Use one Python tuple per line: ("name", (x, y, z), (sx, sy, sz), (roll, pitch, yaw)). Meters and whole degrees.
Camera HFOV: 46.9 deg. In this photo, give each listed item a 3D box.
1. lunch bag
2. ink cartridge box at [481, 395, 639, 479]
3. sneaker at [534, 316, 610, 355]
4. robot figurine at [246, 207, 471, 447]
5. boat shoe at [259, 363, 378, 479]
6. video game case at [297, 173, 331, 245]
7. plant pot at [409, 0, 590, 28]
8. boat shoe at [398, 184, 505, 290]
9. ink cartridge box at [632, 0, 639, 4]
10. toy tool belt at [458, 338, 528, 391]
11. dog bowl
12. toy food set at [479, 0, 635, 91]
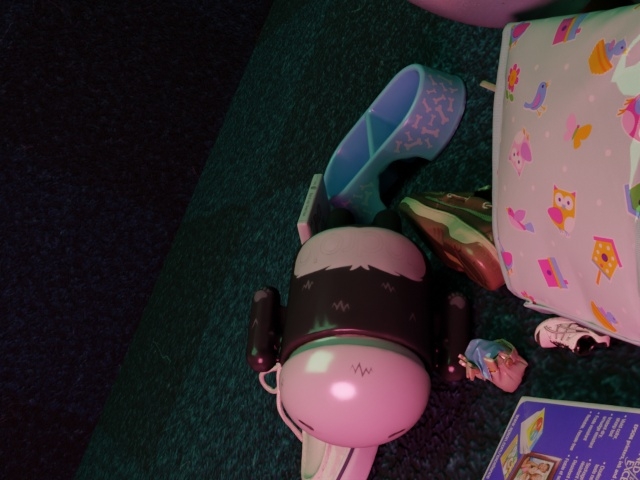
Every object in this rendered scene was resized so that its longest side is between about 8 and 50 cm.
("lunch bag", (0.250, -0.050, 0.609), (0.223, 0.160, 0.262), (-156, 71, -67))
("ink cartridge box", (0.191, 0.221, 0.554), (0.206, 0.045, 0.208), (-57, 16, -21))
("sneaker", (0.230, 0.090, 0.680), (0.083, 0.032, 0.037), (-34, 37, 52))
("robot figurine", (0.043, 0.096, 0.845), (0.209, 0.173, 0.278), (-26, 43, 35))
("boat shoe", (-0.003, 0.156, 0.958), (0.136, 0.156, 0.367), (-34, 36, 51))
("video game case", (0.000, 0.000, 1.130), (0.019, 0.157, 0.143), (-4, 34, 14))
("plant pot", (0.202, -0.320, 0.699), (0.293, 0.196, 0.293), (-53, 2, 2))
("boat shoe", (0.177, -0.018, 0.865), (0.095, 0.095, 0.257), (-39, 23, -1))
("ink cartridge box", (0.399, -0.249, 0.556), (0.201, 0.117, 0.278), (-61, 22, 8))
("toy tool belt", (0.169, 0.121, 0.756), (0.052, 0.051, 0.083), (-66, 22, -4))
("dog bowl", (0.103, -0.151, 1.159), (0.297, 0.074, 0.166), (-49, 27, 34))
("toy food set", (0.312, -0.279, 0.810), (0.306, 0.092, 0.220), (-60, 23, 12))
